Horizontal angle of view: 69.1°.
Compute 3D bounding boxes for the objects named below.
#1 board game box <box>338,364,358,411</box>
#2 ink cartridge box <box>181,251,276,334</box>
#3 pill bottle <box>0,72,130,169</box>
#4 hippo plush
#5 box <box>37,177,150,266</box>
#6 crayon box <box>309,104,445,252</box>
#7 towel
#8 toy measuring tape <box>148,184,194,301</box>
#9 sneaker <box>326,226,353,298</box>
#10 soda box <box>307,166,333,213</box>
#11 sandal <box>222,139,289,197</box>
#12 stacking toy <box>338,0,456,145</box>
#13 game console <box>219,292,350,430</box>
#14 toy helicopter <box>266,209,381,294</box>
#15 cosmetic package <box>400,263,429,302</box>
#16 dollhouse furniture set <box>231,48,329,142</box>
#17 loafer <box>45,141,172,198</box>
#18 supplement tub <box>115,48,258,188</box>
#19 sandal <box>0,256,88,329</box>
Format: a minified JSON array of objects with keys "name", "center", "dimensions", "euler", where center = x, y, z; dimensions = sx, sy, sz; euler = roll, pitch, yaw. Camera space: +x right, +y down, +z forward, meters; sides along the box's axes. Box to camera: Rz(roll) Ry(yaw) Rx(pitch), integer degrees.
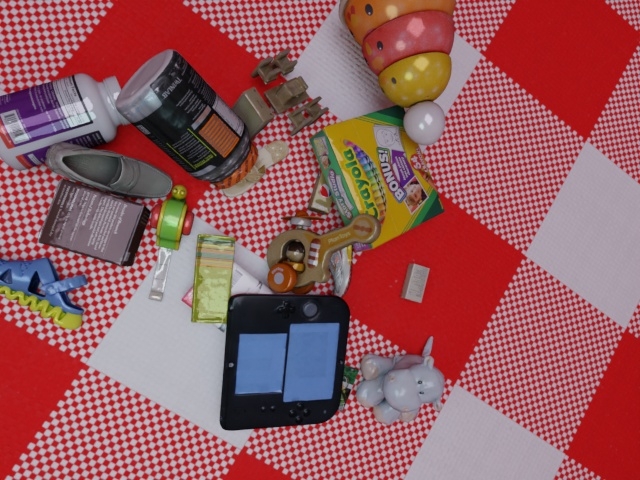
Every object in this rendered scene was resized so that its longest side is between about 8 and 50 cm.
[{"name":"board game box","center":[-0.025,0.405,1.395],"dimensions":[0.260,0.030,0.136],"euler":[24,80,-12]},{"name":"ink cartridge box","center":[-0.242,0.170,1.313],"dimensions":[0.237,0.100,0.172],"euler":[40,79,-8]},{"name":"pill bottle","center":[-0.659,-0.312,1.190],"dimensions":[0.323,0.181,0.181],"euler":[-23,93,-15]},{"name":"hippo plush","center":[0.268,0.441,1.358],"dimensions":[0.295,0.236,0.234],"euler":[-10,90,-14]},{"name":"box","center":[-0.575,-0.039,1.205],"dimensions":[0.203,0.168,0.166],"euler":[18,83,-13]},{"name":"crayon box","center":[0.176,-0.191,1.388],"dimensions":[0.313,0.106,0.362],"euler":[-25,94,-32]},{"name":"towel","center":[-0.287,0.103,1.244],"dimensions":[0.102,0.021,0.237],"euler":[4,85,-11]},{"name":"toy measuring tape","center":[-0.419,0.005,1.271],"dimensions":[0.122,0.121,0.329],"euler":[13,84,-13]},{"name":"sneaker","center":[0.052,0.070,1.411],"dimensions":[0.093,0.088,0.225],"euler":[3,86,7]},{"name":"soda box","center":[0.016,-0.172,1.413],"dimensions":[0.058,0.061,0.181],"euler":[19,83,-13]},{"name":"sandal","center":[-0.190,-0.220,1.355],"dimensions":[0.240,0.079,0.088],"euler":[-39,97,-12]},{"name":"stacking toy","center":[0.264,-0.508,1.324],"dimensions":[0.351,0.350,0.479],"euler":[-11,85,-14]},{"name":"game console","center":[-0.094,0.332,1.283],"dimensions":[0.342,0.060,0.386],"euler":[2,99,-23]},{"name":"toy helicopter","center":[0.000,0.000,1.303],"dimensions":[0.355,0.140,0.234],"euler":[-22,72,23]},{"name":"cosmetic package","center":[0.301,0.136,1.481],"dimensions":[0.060,0.041,0.115],"euler":[19,83,-13]},{"name":"dollhouse furniture set","center":[-0.143,-0.397,1.370],"dimensions":[0.242,0.161,0.212],"euler":[-39,98,-35]},{"name":"loafer","center":[-0.523,-0.169,1.196],"dimensions":[0.320,0.112,0.111],"euler":[9,98,-45]},{"name":"supplement tub","center":[-0.330,-0.298,1.207],"dimensions":[0.207,0.207,0.338],"euler":[-53,130,-11]},{"name":"sandal","center":[-0.737,0.099,1.191],"dimensions":[0.317,0.126,0.138],"euler":[33,77,-19]}]
